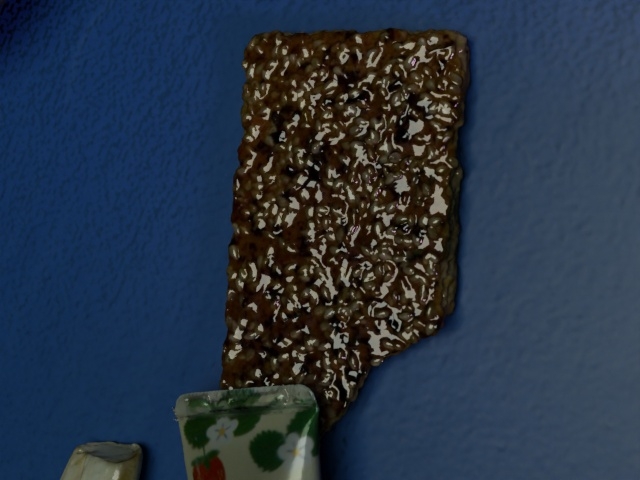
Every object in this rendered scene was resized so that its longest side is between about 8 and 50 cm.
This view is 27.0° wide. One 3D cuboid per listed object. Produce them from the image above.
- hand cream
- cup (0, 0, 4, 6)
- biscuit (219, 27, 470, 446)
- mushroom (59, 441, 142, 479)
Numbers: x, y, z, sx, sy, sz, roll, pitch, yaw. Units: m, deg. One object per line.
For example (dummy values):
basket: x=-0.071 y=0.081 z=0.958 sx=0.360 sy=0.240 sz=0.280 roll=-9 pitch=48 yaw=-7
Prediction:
hand cream: x=-0.026 y=0.215 z=0.703 sx=0.095 sy=0.059 sz=0.276 roll=-9 pitch=86 yaw=32
cup: x=-0.240 y=-0.186 z=0.768 sx=0.199 sy=0.199 sz=0.150 roll=16 pitch=115 yaw=25
biscuit: x=0.010 y=0.005 z=0.710 sx=0.131 sy=0.026 sz=0.236 roll=4 pitch=90 yaw=27
mushroom: x=-0.156 y=0.206 z=0.776 sx=0.059 sy=0.054 sz=0.202 roll=28 pitch=96 yaw=25
